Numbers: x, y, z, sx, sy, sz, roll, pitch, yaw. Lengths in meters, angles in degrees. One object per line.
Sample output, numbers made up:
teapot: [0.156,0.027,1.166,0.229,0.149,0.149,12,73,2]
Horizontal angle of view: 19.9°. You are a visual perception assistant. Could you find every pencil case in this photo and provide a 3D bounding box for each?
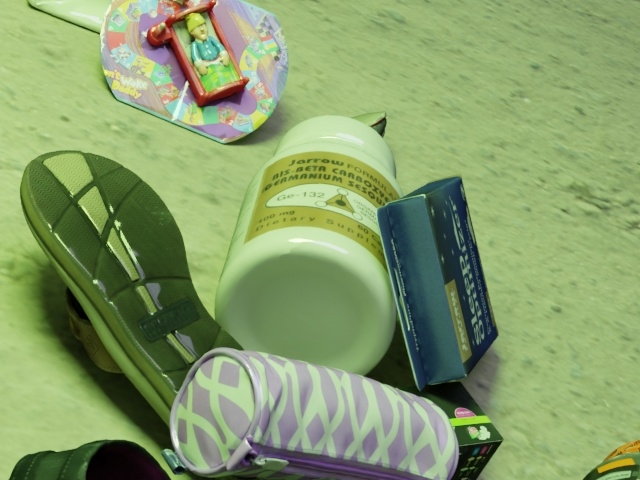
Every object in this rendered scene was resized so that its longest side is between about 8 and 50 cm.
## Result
pencil case: [-0.001,0.126,1.181,0.206,0.086,0.088,15,19,-43]

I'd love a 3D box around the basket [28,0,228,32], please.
basket: [-0.166,-0.250,1.640,0.167,0.113,0.103,20,27,-15]

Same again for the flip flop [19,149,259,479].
flip flop: [-0.126,0.056,1.253,0.112,0.080,0.277,-21,72,-49]

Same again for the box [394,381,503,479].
box: [0.076,0.142,1.308,0.083,0.052,0.062,-2,43,-41]

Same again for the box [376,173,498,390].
box: [0.091,0.028,1.368,0.225,0.036,0.136,-27,104,-75]

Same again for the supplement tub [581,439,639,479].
supplement tub: [0.218,0.222,1.242,0.117,0.117,0.190,30,29,2]

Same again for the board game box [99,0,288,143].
board game box: [-0.104,-0.164,1.562,0.168,0.033,0.133,22,70,-12]

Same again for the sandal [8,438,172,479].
sandal: [-0.091,0.166,0.990,0.167,0.107,0.445,39,18,31]

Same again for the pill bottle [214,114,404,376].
pill bottle: [0.000,0.000,1.380,0.131,0.131,0.229,25,30,-8]

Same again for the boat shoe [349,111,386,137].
boat shoe: [0.030,-0.080,1.617,0.043,0.049,0.137,69,24,-15]
